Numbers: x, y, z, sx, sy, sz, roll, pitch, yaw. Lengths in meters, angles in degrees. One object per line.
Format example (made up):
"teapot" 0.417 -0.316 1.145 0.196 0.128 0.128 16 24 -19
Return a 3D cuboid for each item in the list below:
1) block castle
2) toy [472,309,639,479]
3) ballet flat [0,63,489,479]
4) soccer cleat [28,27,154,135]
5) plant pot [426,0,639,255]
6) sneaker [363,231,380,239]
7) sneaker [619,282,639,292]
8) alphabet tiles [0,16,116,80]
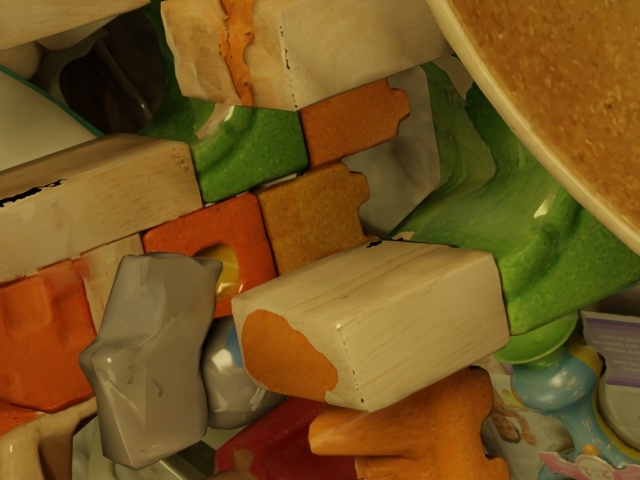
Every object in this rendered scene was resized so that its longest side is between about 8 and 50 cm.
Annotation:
"block castle" 0.002 -0.050 0.622 0.303 0.213 0.453 9 116 53
"toy" 0.134 0.131 0.880 0.137 0.056 0.237 4 131 45
"ballet flat" -0.095 0.046 0.870 0.400 0.139 0.139 36 147 -11
"soccer cleat" -0.104 -0.021 0.948 0.076 0.068 0.196 4 127 39
"plant pot" 0.172 -0.128 0.380 0.237 0.254 0.237 26 142 23
"sneaker" 0.000 0.000 0.894 0.083 0.031 0.035 14 136 36
"sneaker" 0.132 -0.046 0.680 0.090 0.081 0.232 59 145 0
"alphabet tiles" -0.209 -0.180 0.822 0.278 0.021 0.284 -28 116 35
